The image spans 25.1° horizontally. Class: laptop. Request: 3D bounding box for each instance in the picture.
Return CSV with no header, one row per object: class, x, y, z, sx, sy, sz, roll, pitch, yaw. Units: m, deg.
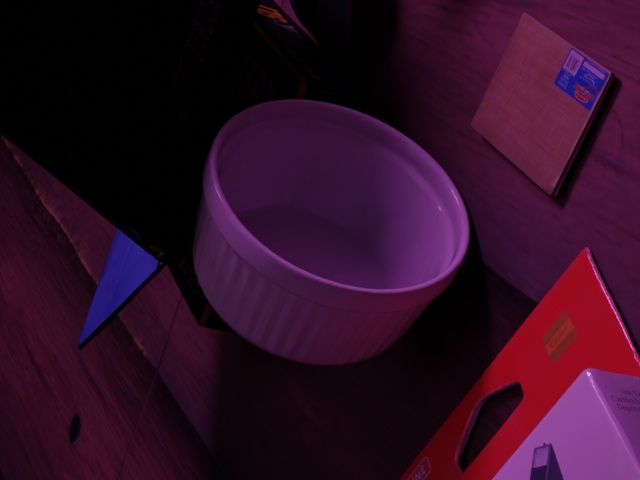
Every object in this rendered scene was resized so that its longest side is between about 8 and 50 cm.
laptop,-0.187,-0.166,1.198,0.236,0.408,0.381,-4,59,33

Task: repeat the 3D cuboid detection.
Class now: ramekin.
ramekin,0.000,0.000,1.101,0.207,0.207,0.109,-106,29,-41

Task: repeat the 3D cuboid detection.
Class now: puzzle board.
puzzle board,0.160,-0.100,1.044,0.096,0.011,0.128,-66,31,18

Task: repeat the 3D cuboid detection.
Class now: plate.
plate,-0.014,-0.257,1.312,0.188,0.024,0.188,164,90,-77

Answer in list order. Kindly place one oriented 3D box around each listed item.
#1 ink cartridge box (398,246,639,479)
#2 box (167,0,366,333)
ink cartridge box,0.119,0.188,0.944,0.296,0.066,0.261,-57,35,32
box,-0.090,-0.097,1.424,0.257,0.079,0.322,-64,31,19
